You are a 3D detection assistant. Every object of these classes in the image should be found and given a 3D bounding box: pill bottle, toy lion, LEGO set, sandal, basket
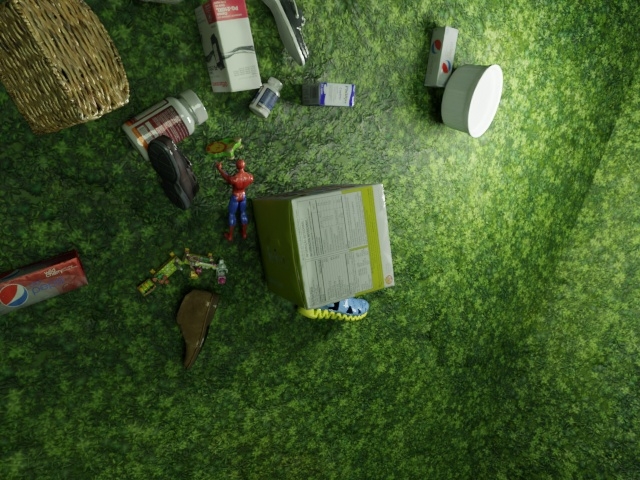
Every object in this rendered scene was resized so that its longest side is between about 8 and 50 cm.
[{"bbox_3d":[-0.443,-0.334,1.302,0.221,0.121,0.121,-38,121,-16],"label":"pill bottle"},{"bbox_3d":[-0.308,-0.292,1.426,0.034,0.096,0.100,89,18,-45],"label":"toy lion"},{"bbox_3d":[-0.435,0.104,1.452,0.286,0.107,0.132,-10,110,-28],"label":"LEGO set"},{"bbox_3d":[-0.172,-0.460,1.458,0.067,0.067,0.120,33,87,-34],"label":"pill bottle"},{"bbox_3d":[0.064,0.238,1.792,0.317,0.126,0.138,9,96,-34],"label":"sandal"},{"bbox_3d":[-0.663,-0.452,1.151,0.213,0.222,0.299,-54,131,-47],"label":"basket"}]

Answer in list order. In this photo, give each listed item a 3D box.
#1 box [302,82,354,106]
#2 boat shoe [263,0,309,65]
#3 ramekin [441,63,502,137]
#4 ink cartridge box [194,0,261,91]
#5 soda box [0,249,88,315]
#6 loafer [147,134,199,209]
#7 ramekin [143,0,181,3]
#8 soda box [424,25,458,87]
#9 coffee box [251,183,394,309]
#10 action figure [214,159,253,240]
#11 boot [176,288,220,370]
[{"bbox_3d":[0.025,-0.490,1.532,0.137,0.126,0.072,-7,108,-29],"label":"box"},{"bbox_3d":[-0.096,-0.699,1.402,0.091,0.114,0.303,-34,120,-11],"label":"boat shoe"},{"bbox_3d":[0.598,-0.562,1.806,0.277,0.135,0.278,-31,133,-40],"label":"ramekin"},{"bbox_3d":[-0.267,-0.554,1.308,0.100,0.172,0.238,-20,115,-24],"label":"ink cartridge box"},{"bbox_3d":[-0.796,0.118,1.254,0.263,0.083,0.092,-22,116,-25],"label":"soda box"},{"bbox_3d":[-0.414,-0.207,1.310,0.095,0.109,0.303,-53,167,-27],"label":"loafer"},{"bbox_3d":[-0.405,-0.715,1.163,0.109,0.207,0.207,-5,108,-41],"label":"ramekin"},{"bbox_3d":[0.468,-0.709,1.762,0.069,0.074,0.216,-2,106,-31],"label":"soda box"},{"bbox_3d":[0.000,0.000,1.512,0.334,0.337,0.339,-13,101,-26],"label":"coffee box"},{"bbox_3d":[-0.285,-0.152,1.486,0.091,0.139,0.281,-11,133,-31],"label":"action figure"},{"bbox_3d":[-0.431,0.296,1.527,0.115,0.112,0.306,17,108,-10],"label":"boot"}]
